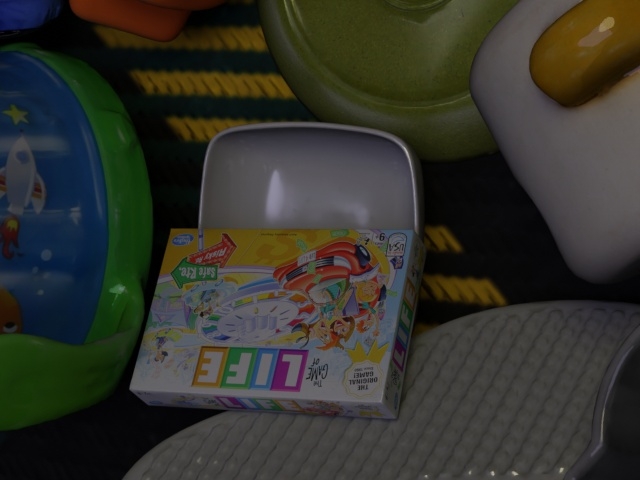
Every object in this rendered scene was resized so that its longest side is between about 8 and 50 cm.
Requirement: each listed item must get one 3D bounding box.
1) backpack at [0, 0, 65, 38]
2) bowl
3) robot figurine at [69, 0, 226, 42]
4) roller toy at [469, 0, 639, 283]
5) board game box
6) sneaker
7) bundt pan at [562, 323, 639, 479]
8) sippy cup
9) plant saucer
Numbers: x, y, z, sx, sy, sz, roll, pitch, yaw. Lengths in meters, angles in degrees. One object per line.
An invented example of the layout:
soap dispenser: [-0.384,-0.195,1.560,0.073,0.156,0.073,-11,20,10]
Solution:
backpack: [-0.219,-0.175,0.903,0.120,0.098,0.101,-3,130,-8]
bowl: [0.000,0.000,0.874,0.142,0.053,0.142,5,95,24]
robot figurine: [-0.081,-0.225,0.849,0.128,0.158,0.219,36,124,8]
roller toy: [0.176,-0.080,0.719,0.209,0.191,0.146,-24,77,-23]
board game box: [-0.024,0.044,0.817,0.154,0.026,0.103,0,63,24]
sneaker: [0.073,0.143,0.828,0.365,0.150,0.135,-14,45,9]
bundt pan: [0.263,0.141,0.604,0.330,0.124,0.331,-22,60,42]
sippy cup: [-0.257,-0.008,0.862,0.305,0.224,0.240,-7,84,43]
plant saucer: [0.062,-0.166,0.853,0.240,0.037,0.241,0,91,23]
